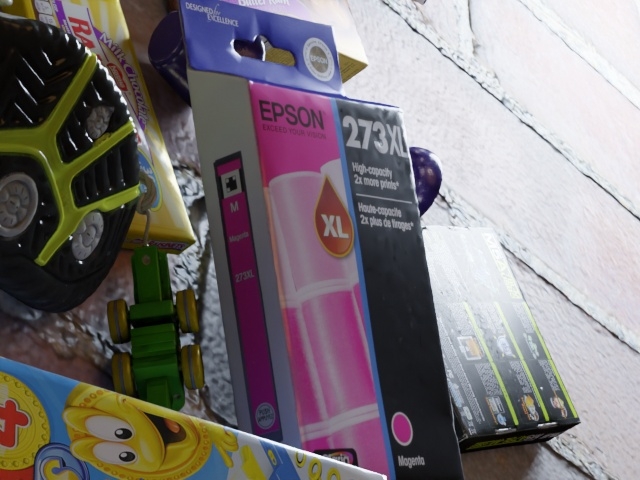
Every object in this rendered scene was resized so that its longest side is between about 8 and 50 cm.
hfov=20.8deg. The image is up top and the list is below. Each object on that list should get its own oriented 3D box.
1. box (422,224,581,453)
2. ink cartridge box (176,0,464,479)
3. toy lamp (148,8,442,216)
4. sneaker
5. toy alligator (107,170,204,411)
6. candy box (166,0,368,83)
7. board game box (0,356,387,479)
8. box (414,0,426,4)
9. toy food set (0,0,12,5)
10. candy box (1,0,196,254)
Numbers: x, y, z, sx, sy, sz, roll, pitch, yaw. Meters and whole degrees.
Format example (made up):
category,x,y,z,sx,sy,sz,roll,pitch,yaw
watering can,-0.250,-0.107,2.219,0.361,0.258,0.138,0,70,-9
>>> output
category,x,y,z,sx,sy,sz,roll,pitch,yaw
box,0.117,0.077,1.424,0.184,0.045,0.191,2,59,-55
ink cartridge box,0.000,0.000,1.241,0.176,0.069,0.371,5,69,-49
toy lamp,-0.018,-0.098,1.364,0.274,0.080,0.080,27,42,-38
sneaker,-0.240,-0.090,0.994,0.145,0.147,0.385,-61,141,-18
toy alligator,-0.108,0.048,1.137,0.051,0.056,0.190,84,-2,-62
candy box,-0.050,-0.197,1.433,0.186,0.053,0.109,17,49,-48
board game box,-0.092,0.237,0.919,0.302,0.086,0.308,21,46,-32
box,0.006,-0.286,1.552,0.186,0.038,0.145,12,30,-48
toy food set,-0.238,-0.195,1.140,0.232,0.111,0.104,3,91,-64
candy box,-0.156,-0.089,1.217,0.105,0.027,0.206,10,55,-53
